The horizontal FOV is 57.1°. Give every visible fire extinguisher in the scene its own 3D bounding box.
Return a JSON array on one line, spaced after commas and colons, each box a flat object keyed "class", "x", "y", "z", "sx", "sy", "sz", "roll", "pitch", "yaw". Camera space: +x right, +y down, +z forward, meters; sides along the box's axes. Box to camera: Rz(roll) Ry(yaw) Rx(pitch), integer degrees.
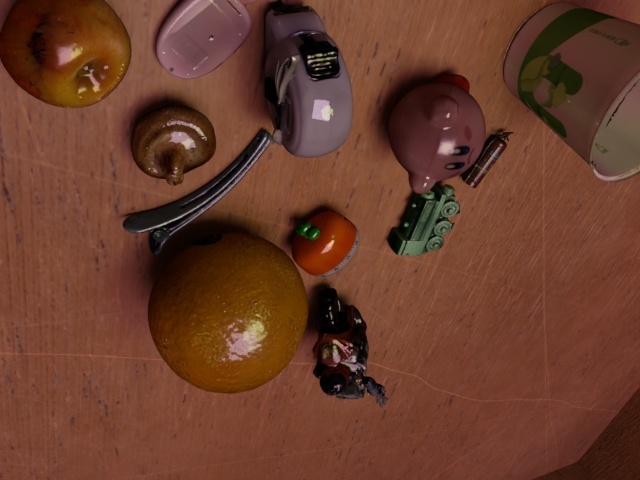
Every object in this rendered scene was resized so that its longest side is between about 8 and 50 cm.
[{"class": "fire extinguisher", "x": 0.340, "y": -0.171, "z": 1.201, "sx": 0.056, "sy": 0.039, "sz": 0.132, "roll": 6, "pitch": 125, "yaw": -46}]

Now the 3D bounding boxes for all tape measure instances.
[{"class": "tape measure", "x": -0.028, "y": -0.210, "z": 0.831, "sx": 0.105, "sy": 0.178, "sz": 0.196, "roll": -14, "pitch": 134, "yaw": -19}]

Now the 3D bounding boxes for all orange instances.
[{"class": "orange", "x": -0.150, "y": 0.119, "z": 0.998, "sx": 0.274, "sy": 0.274, "sz": 0.274, "roll": -17, "pitch": 135, "yaw": -18}]

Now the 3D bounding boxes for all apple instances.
[{"class": "apple", "x": -0.298, "y": -0.224, "z": 0.691, "sx": 0.146, "sy": 0.146, "sz": 0.146, "roll": -17, "pitch": 135, "yaw": -18}]

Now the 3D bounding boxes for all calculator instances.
[{"class": "calculator", "x": -0.151, "y": -0.289, "z": 0.799, "sx": 0.166, "sy": 0.024, "sz": 0.103, "roll": -42, "pitch": 137, "yaw": 10}]

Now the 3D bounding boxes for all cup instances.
[{"class": "cup", "x": 0.479, "y": -0.275, "z": 1.016, "sx": 0.253, "sy": 0.274, "sz": 0.253, "roll": -18, "pitch": 137, "yaw": -18}]

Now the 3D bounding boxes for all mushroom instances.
[{"class": "mushroom", "x": -0.213, "y": -0.140, "z": 0.855, "sx": 0.126, "sy": 0.085, "sz": 0.109, "roll": -16, "pitch": 107, "yaw": 2}]

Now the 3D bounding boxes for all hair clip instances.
[{"class": "hair clip", "x": -0.187, "y": -0.084, "z": 0.960, "sx": 0.275, "sy": 0.048, "sz": 0.083, "roll": -38, "pitch": 136, "yaw": -3}]

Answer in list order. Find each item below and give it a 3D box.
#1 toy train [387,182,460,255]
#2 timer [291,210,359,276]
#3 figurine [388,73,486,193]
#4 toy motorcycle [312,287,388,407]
[{"class": "toy train", "x": 0.217, "y": -0.042, "z": 1.221, "sx": 0.111, "sy": 0.071, "sz": 0.170, "roll": 1, "pitch": 128, "yaw": -23}, {"class": "timer", "x": 0.000, "y": 0.000, "z": 1.108, "sx": 0.136, "sy": 0.099, "sz": 0.136, "roll": -12, "pitch": 120, "yaw": -22}, {"class": "figurine", "x": 0.197, "y": -0.183, "z": 1.003, "sx": 0.173, "sy": 0.173, "sz": 0.173, "roll": -17, "pitch": 135, "yaw": -18}, {"class": "toy motorcycle", "x": 0.063, "y": 0.283, "z": 1.329, "sx": 0.134, "sy": 0.207, "sz": 0.401, "roll": -7, "pitch": 143, "yaw": 13}]
